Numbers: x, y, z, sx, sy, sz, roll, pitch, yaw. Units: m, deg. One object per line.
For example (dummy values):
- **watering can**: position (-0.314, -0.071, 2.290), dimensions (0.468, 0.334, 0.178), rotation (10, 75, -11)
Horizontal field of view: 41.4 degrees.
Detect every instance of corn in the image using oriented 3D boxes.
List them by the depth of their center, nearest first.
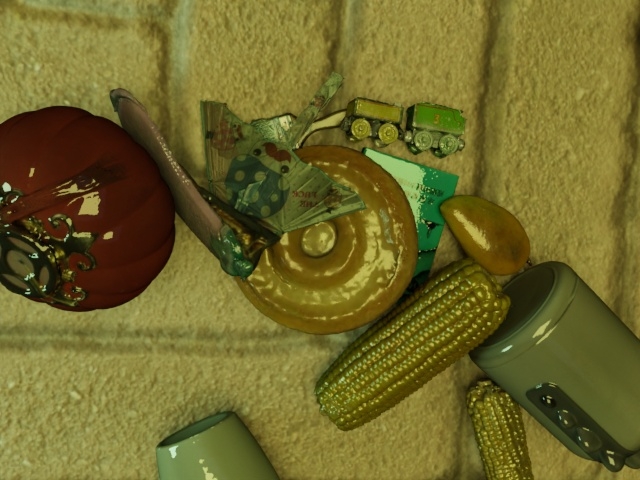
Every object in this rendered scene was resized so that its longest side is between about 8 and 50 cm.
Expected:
- **corn**: position (0.134, 0.164, 1.305), dimensions (0.344, 0.131, 0.131), rotation (-40, 99, 17)
- **corn**: position (0.304, 0.359, 1.391), dimensions (0.086, 0.086, 0.288), rotation (-15, 100, -4)

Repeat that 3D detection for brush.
- **brush**: position (-0.018, -0.179, 1.335), dimensions (0.196, 0.021, 0.070), rotation (-16, 97, -6)

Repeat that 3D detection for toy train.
- **toy train**: position (0.131, -0.180, 1.322), dimensions (0.202, 0.060, 0.081), rotation (8, 87, -13)

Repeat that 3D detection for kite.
- **kite**: position (-0.069, -0.120, 1.253), dimensions (0.335, 0.011, 0.314), rotation (36, 96, 23)

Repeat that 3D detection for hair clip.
- **hair clip**: position (-0.201, -0.083, 1.246), dimensions (0.359, 0.110, 0.095), rotation (44, 97, 14)

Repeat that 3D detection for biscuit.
- **biscuit**: position (0.000, 0.000, 1.282), dimensions (0.296, 0.102, 0.296), rotation (0, 90, 12)

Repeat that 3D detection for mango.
- **mango**: position (0.267, -0.009, 1.347), dimensions (0.187, 0.066, 0.101), rotation (40, 83, -16)

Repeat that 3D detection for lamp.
- **lamp**: position (-0.350, -0.039, 1.189), dimensions (0.303, 0.257, 0.303), rotation (12, 128, 16)

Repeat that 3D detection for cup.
- **cup**: position (-0.180, 0.409, 1.316), dimensions (0.258, 0.186, 0.234), rotation (-25, 89, 25)

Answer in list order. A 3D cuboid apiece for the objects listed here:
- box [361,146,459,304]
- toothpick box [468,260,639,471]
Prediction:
- **box**: position (0.111, -0.018, 1.351), dimensions (0.161, 0.042, 0.226), rotation (16, 94, -6)
- **toothpick box**: position (0.402, 0.213, 1.313), dimensions (0.316, 0.229, 0.229), rotation (44, 90, -9)
